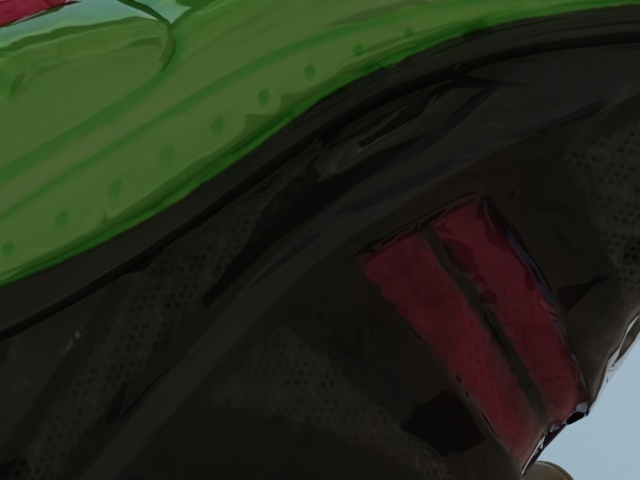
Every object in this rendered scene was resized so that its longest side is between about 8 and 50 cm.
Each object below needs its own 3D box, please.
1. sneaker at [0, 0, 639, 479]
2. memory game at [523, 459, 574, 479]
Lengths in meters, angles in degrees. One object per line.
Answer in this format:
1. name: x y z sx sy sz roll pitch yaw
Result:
1. sneaker: 0.000 0.000 0.428 0.483 0.185 0.202 -17 -55 -22
2. memory game: 0.104 0.185 0.706 0.012 0.186 0.186 -15 -80 -52
